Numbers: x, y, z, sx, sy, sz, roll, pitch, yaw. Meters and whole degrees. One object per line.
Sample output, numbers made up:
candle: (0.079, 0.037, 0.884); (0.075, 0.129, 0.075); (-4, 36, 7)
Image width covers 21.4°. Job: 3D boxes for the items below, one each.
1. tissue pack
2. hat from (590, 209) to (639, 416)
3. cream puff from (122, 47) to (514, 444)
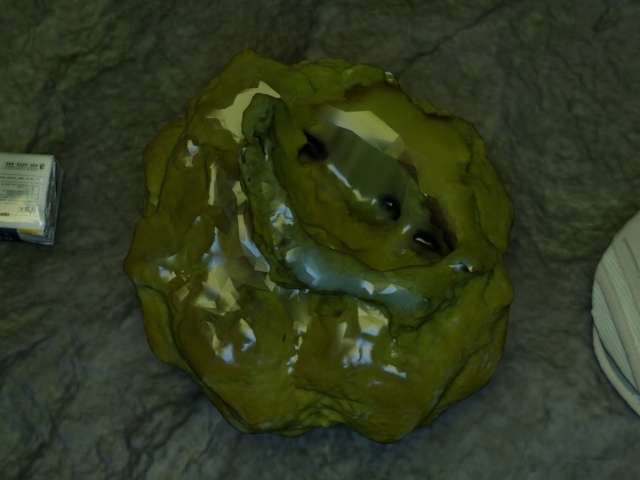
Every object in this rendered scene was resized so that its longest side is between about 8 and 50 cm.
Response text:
tissue pack: (-0.229, -0.031, 1.201); (0.083, 0.042, 0.062); (2, 71, 5)
hat: (0.301, 0.059, 1.089); (0.219, 0.164, 0.226); (-32, 94, -7)
cream puff: (0.000, -0.002, 1.104); (0.282, 0.185, 0.282); (-2, 75, 6)
